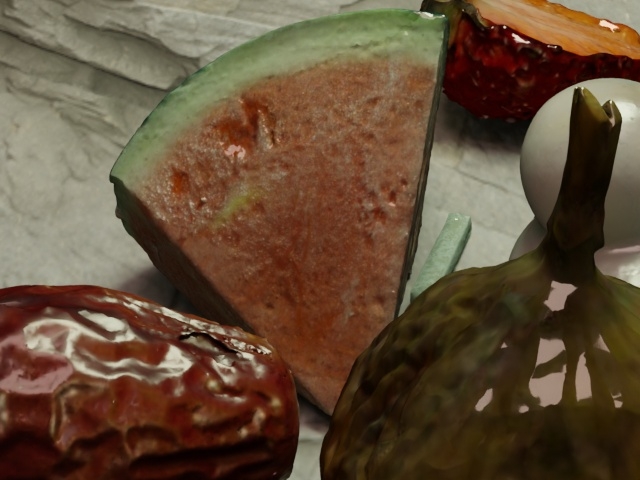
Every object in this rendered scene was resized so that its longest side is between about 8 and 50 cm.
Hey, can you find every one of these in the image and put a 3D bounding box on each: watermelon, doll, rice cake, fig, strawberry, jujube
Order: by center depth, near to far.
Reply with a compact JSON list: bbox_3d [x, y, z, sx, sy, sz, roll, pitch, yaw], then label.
[{"bbox_3d":[0.131,0.075,1.018,0.286,0.369,0.286,-2,25,1],"label":"fig"},{"bbox_3d":[-0.160,0.119,1.125,0.290,0.197,0.197,1,33,-18],"label":"jujube"},{"bbox_3d":[0.232,-0.006,1.239,0.221,0.221,0.251,-17,39,-17],"label":"doll"},{"bbox_3d":[-0.011,-0.041,1.287,0.283,0.250,0.292,-17,35,-8],"label":"watermelon"},{"bbox_3d":[0.099,0.016,1.382,0.022,0.022,0.121,4,34,20],"label":"rice cake"},{"bbox_3d":[0.195,-0.157,1.555,0.236,0.111,0.190,15,23,-13],"label":"strawberry"}]

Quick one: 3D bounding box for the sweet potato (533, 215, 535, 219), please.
[{"bbox_3d":[0.232,-0.006,1.384,0.117,0.049,0.049,18,40,9],"label":"sweet potato"}]
